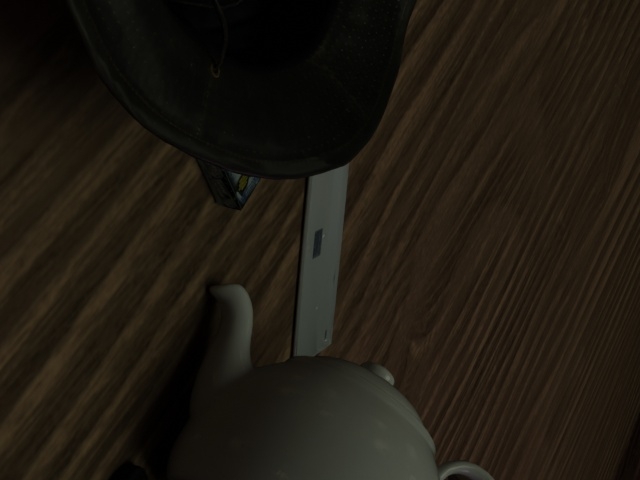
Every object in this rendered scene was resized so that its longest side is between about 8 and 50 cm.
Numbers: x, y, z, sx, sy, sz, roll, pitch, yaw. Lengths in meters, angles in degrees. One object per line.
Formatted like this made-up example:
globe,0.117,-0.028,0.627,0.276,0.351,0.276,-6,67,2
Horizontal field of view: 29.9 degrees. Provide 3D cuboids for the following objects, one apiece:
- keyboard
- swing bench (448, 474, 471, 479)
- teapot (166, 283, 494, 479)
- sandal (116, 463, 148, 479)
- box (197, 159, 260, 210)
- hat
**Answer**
keyboard,0.000,0.000,1.190,0.072,0.014,0.256,-22,122,-55
swing bench,0.067,0.349,1.219,0.165,0.255,0.253,-46,142,-48
teapot,0.011,0.188,1.017,0.187,0.252,0.256,-55,144,-25
sandal,-0.179,0.249,0.919,0.179,0.040,0.067,-71,165,-46
box,-0.057,-0.106,0.992,0.137,0.027,0.094,-62,151,-28
hat,-0.076,-0.192,0.782,0.331,0.134,0.331,-2,93,-49
